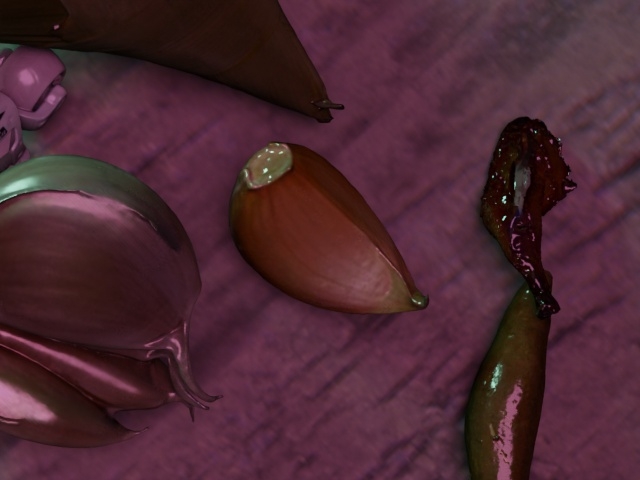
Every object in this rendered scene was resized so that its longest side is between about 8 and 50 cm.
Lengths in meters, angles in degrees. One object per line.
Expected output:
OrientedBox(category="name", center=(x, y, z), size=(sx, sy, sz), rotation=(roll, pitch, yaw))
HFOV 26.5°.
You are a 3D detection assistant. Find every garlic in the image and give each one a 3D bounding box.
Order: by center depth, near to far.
OrientedBox(category="garlic", center=(-0.221, 0.055, 1.170), size=(0.292, 0.210, 0.237), rotation=(9, 76, -13))
OrientedBox(category="garlic", center=(0.005, -0.007, 1.270), size=(0.206, 0.128, 0.115), rotation=(39, 38, -11))

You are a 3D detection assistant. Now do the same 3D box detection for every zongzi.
OrientedBox(category="zongzi", center=(-0.237, -0.190, 1.174), size=(0.447, 0.181, 0.418), rotation=(-35, 99, -24))

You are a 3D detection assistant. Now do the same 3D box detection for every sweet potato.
OrientedBox(category="sweet potato", center=(0.178, 0.142, 1.308), size=(0.077, 0.077, 0.244), rotation=(11, 77, -9))

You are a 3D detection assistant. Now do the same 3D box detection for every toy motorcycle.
OrientedBox(category="toy motorcycle", center=(-0.318, -0.075, 1.216), size=(0.112, 0.112, 0.254), rotation=(37, 78, -5))

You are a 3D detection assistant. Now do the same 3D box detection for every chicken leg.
OrientedBox(category="chicken leg", center=(0.201, -0.027, 1.322), size=(0.093, 0.053, 0.205), rotation=(16, 72, -9))
